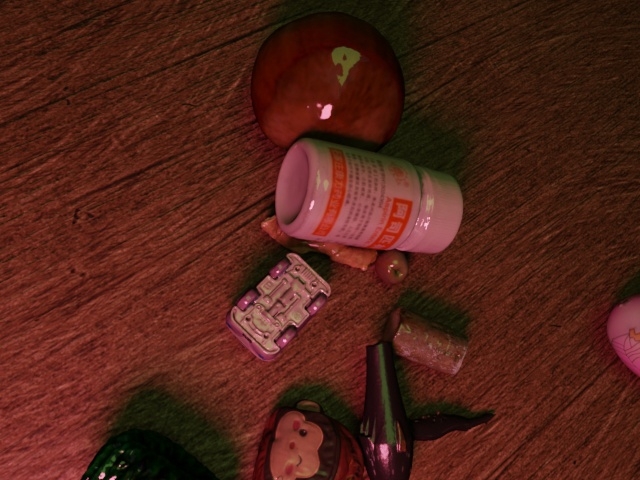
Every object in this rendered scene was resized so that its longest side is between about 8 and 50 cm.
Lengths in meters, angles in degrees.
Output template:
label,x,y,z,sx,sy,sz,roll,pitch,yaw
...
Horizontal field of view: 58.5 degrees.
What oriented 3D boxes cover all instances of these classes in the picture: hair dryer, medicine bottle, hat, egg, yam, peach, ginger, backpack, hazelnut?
label,x,y,z,sx,sy,sz,roll,pitch,yaw
hair dryer,0.237,0.366,1.243,0.359,0.120,0.304,2,79,-28
medicine bottle,0.105,-0.086,1.243,0.371,0.211,0.211,9,70,-25
hat,-0.324,0.518,0.966,0.274,0.242,0.332,32,80,9
egg,0.826,0.254,1.396,0.196,0.196,0.271,-31,97,-22
yam,0.241,0.228,1.279,0.194,0.107,0.107,24,68,-9
peach,0.164,0.060,1.324,0.083,0.083,0.083,5,72,-15
ginger,0.000,0.000,1.301,0.287,0.075,0.089,19,71,-13
backpack,-0.020,0.441,1.124,0.229,0.139,0.229,10,52,-13
hazelnut,0.023,-0.352,1.297,0.365,0.366,0.366,5,72,-15

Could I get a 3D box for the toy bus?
label,x,y,z,sx,sy,sz,roll,pitch,yaw
toy bus,-0.091,0.143,1.189,0.142,0.142,0.202,45,66,1
